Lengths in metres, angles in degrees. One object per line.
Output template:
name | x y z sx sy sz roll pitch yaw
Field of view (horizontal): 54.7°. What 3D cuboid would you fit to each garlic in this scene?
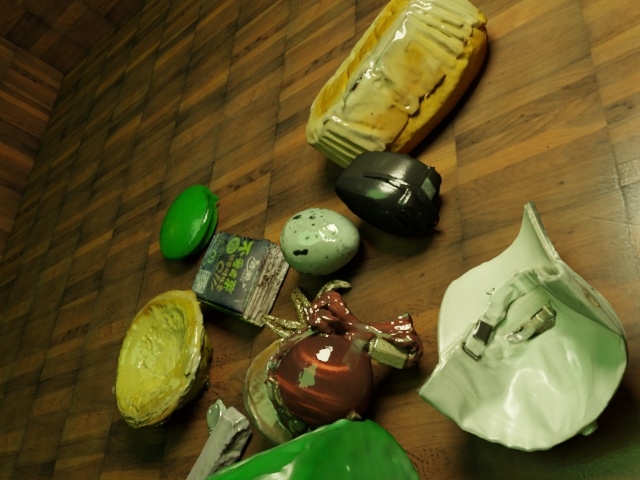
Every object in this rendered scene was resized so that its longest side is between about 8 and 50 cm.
garlic | -0.079 0.271 1.050 0.101 0.087 0.195 -30 51 21

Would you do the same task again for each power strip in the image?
power strip | -0.210 0.356 1.230 0.055 0.035 0.083 -41 40 22

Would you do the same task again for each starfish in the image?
starfish | -0.018 0.163 1.131 0.238 0.057 0.213 18 75 43

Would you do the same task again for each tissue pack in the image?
tissue pack | -0.178 0.076 1.339 0.235 0.073 0.173 10 75 49

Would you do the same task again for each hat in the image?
hat | 0.272 0.104 0.811 0.258 0.168 0.301 -51 13 36

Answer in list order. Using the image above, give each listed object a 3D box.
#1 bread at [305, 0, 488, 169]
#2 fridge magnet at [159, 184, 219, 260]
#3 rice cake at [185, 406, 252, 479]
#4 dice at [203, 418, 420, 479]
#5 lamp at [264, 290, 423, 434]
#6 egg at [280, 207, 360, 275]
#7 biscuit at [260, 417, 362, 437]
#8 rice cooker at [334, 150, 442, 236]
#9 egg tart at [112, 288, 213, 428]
bread | 0.141 -0.292 1.168 0.388 0.183 0.236 -48 25 24
fridge magnet | -0.335 -0.043 1.569 0.208 0.088 0.208 -27 49 35
rice cake | -0.233 0.482 1.158 0.072 0.056 0.365 27 88 56
dice | -0.035 0.400 0.755 0.297 0.300 0.287 -35 71 29
lamp | 0.029 0.203 0.945 0.151 0.215 0.223 -71 2 -71
egg | 0.000 0.000 1.147 0.164 0.131 0.131 -18 55 44
biscuit | -0.023 0.294 1.073 0.236 0.040 0.144 -3 70 49
rice cooker | 0.118 -0.082 1.069 0.203 0.142 0.118 18 69 45
egg tart | -0.328 0.260 1.349 0.315 0.120 0.315 -23 53 35
